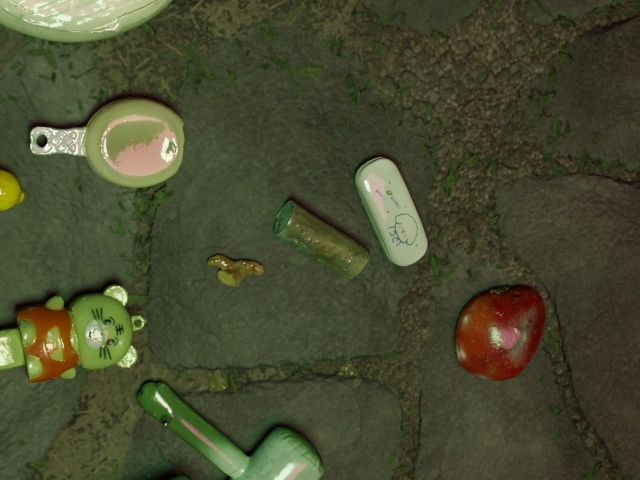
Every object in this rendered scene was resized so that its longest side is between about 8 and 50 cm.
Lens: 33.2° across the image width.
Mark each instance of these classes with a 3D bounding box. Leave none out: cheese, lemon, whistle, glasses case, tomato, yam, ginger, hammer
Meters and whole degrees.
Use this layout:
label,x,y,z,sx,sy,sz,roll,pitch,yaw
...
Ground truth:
label,x,y,z,sx,sy,sz,roll,pitch,yaw
cheese,-0.318,-0.147,1.609,0.227,0.064,0.137,0,101,-21
lemon,-0.470,-0.074,1.566,0.083,0.062,0.062,19,95,-37
whistle,-0.404,0.150,1.619,0.288,0.106,0.131,-11,99,-20
glasses case,0.121,-0.048,1.814,0.076,0.049,0.197,-29,111,-14
tomato,0.340,0.174,1.926,0.189,0.099,0.173,-7,103,-22
yam,0.000,0.000,1.769,0.169,0.068,0.068,33,89,-26
ginger,-0.138,0.053,1.744,0.097,0.030,0.048,11,96,-22
hammer,-0.165,0.342,1.767,0.335,0.119,0.206,42,83,-18

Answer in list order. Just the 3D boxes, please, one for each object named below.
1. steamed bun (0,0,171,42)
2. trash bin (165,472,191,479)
label,x,y,z,sx,sy,sz,roll,pitch,yaw
steamed bun,-0.344,-0.453,1.428,0.374,0.241,0.374,-8,109,-23
trash bin,-0.356,0.561,1.647,0.432,0.280,0.280,-24,110,-19
